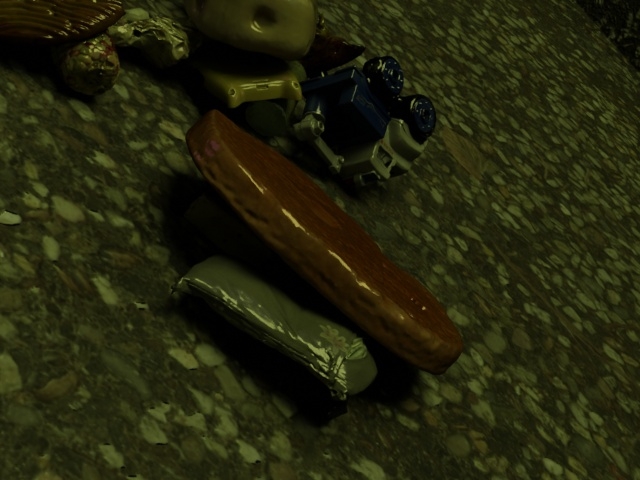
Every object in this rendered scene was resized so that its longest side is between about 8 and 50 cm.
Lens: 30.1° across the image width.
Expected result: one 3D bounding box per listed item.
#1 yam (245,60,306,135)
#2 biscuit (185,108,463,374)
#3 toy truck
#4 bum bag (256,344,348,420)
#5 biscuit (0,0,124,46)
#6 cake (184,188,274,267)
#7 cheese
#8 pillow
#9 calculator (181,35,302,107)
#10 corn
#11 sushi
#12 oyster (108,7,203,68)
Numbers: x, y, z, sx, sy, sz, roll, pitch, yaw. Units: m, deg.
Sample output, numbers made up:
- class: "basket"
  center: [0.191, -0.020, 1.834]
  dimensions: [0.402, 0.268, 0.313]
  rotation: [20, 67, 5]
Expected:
- class: "yam"
  center: [-0.069, -0.222, 1.839]
  dimensions: [0.078, 0.078, 0.179]
  rotation: [33, 31, -12]
- class: "biscuit"
  center: [-0.001, 0.001, 1.511]
  dimensions: [0.455, 0.078, 0.350]
  rotation: [44, 6, 8]
- class: "toy truck"
  center: [0.063, -0.172, 1.837]
  dimensions: [0.213, 0.161, 0.177]
  rotation: [45, 48, -36]
- class: "bum bag"
  center: [-0.018, 0.162, 1.385]
  dimensions: [0.124, 0.034, 0.058]
  rotation: [41, 29, 12]
- class: "biscuit"
  center: [-0.374, -0.315, 1.554]
  dimensions: [0.229, 0.031, 0.176]
  rotation: [-6, 49, -12]
- class: "cake"
  center: [-0.115, -0.010, 1.507]
  dimensions: [0.121, 0.052, 0.065]
  rotation: [50, 25, 18]
- class: "cheese"
  center: [-0.093, -0.346, 1.768]
  dimensions: [0.235, 0.117, 0.218]
  rotation: [37, 20, 32]
- class: "pillow"
  center: [-0.044, 0.090, 1.381]
  dimensions: [0.255, 0.059, 0.169]
  rotation: [32, 18, 7]
- class: "calculator"
  center: [-0.130, -0.266, 1.794]
  dimensions: [0.157, 0.033, 0.236]
  rotation: [-11, 35, -27]
- class: "corn"
  center: [-0.339, -0.296, 1.619]
  dimensions: [0.086, 0.086, 0.253]
  rotation: [13, 37, -39]
- class: "sushi"
  center: [-0.078, -0.379, 1.941]
  dimensions: [0.296, 0.179, 0.167]
  rotation: [43, 17, 6]
- class: "oyster"
  center: [-0.257, -0.299, 1.745]
  dimensions: [0.163, 0.081, 0.191]
  rotation: [26, 15, 38]
